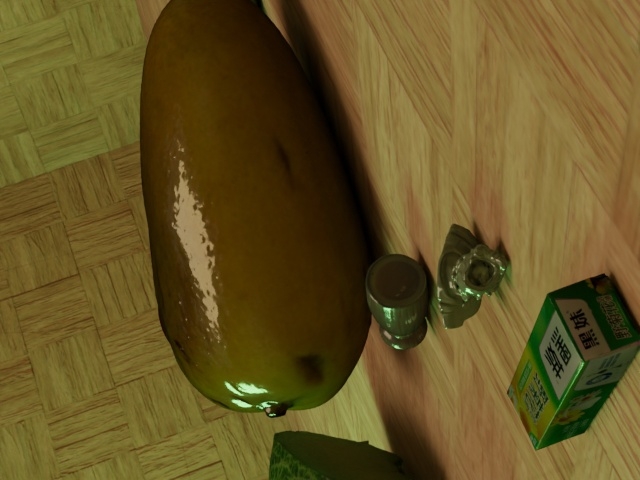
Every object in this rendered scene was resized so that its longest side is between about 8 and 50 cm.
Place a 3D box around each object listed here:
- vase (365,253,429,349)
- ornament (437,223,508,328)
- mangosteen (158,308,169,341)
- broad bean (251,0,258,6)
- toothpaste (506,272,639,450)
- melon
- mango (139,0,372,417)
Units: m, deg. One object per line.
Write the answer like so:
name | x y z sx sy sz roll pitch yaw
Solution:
vase | 0.068 0.056 1.157 0.101 0.053 0.053 76 172 -61
ornament | 0.098 0.025 0.909 0.092 0.041 0.068 -93 8 -76
mangosteen | -0.114 0.118 1.902 0.235 0.235 0.261 -120 33 -55
broad bean | -0.116 -0.305 1.551 0.153 0.072 0.207 93 168 -65
toothpaste | 0.138 0.072 0.752 0.178 0.037 0.043 88 162 -67
melon | 0.049 0.345 1.563 0.331 0.226 0.343 55 163 -16
mango | -0.071 -0.038 1.355 0.301 0.220 0.445 -117 18 -79
